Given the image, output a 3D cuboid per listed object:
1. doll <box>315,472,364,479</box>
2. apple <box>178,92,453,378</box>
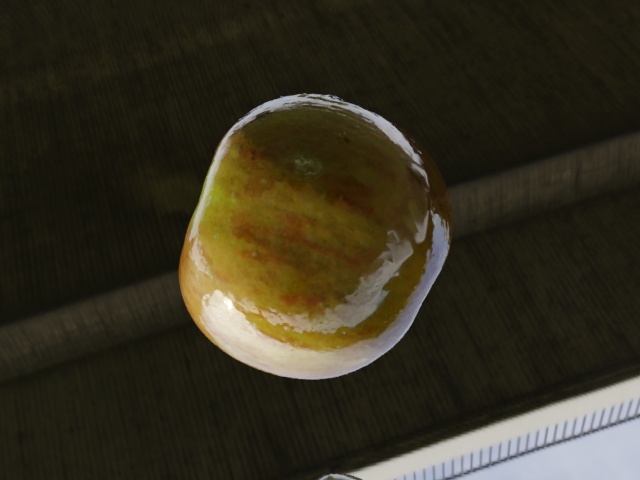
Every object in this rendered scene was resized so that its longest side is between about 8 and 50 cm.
[{"bbox_3d":[0.025,0.260,0.426,0.159,0.311,0.243,5,-147,-7],"label":"doll"},{"bbox_3d":[0.000,0.000,1.168,0.333,0.400,0.400,20,-126,6],"label":"apple"}]
